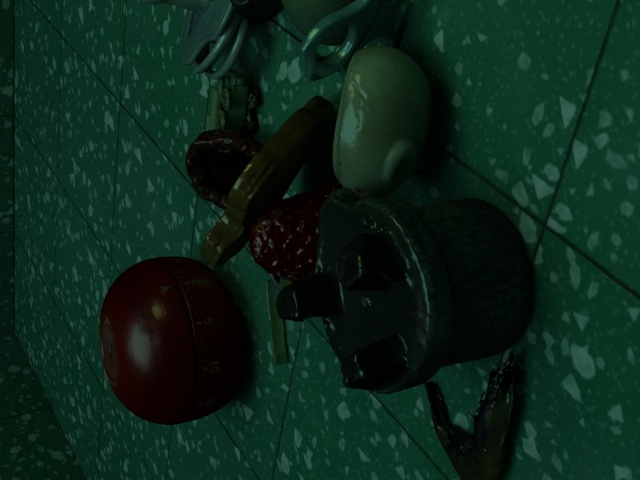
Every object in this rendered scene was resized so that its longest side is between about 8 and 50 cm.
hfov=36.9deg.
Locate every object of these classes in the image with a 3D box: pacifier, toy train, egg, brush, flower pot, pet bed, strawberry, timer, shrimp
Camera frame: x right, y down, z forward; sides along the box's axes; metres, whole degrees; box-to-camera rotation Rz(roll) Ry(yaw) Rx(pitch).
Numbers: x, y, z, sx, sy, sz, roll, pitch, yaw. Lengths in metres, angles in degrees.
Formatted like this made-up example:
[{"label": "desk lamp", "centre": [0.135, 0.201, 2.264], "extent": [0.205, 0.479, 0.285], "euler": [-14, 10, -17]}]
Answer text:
[{"label": "pacifier", "centre": [-0.256, -0.461, 1.849], "extent": [0.299, 0.233, 0.244], "euler": [-25, 50, 59]}, {"label": "toy train", "centre": [-0.185, -0.260, 1.952], "extent": [0.125, 0.081, 0.194], "euler": [51, 140, 46]}, {"label": "egg", "centre": [0.012, -0.421, 1.486], "extent": [0.169, 0.169, 0.236], "euler": [4, 108, 59]}, {"label": "brush", "centre": [-0.093, 0.164, 1.961], "extent": [0.030, 0.033, 0.178], "euler": [10, 107, 64]}, {"label": "flower pot", "centre": [0.107, 0.059, 1.358], "extent": [0.299, 0.283, 0.299], "euler": [26, 122, 53]}, {"label": "pet bed", "centre": [-0.179, -0.137, 1.915], "extent": [0.201, 0.053, 0.201], "euler": [16, 133, 18]}, {"label": "strawberry", "centre": [0.000, 0.000, 1.549], "extent": [0.205, 0.245, 0.205], "euler": [180, 90, -66]}, {"label": "timer", "centre": [-0.343, 0.224, 2.159], "extent": [0.378, 0.279, 0.377], "euler": [27, 121, 57]}, {"label": "shrimp", "centre": [0.220, 0.241, 1.449], "extent": [0.198, 0.051, 0.261], "euler": [44, 137, 46]}]

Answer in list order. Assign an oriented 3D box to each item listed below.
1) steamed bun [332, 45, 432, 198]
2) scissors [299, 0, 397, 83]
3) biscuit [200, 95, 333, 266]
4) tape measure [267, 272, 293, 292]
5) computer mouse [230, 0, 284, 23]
[{"label": "steamed bun", "centre": [0.099, -0.172, 1.433], "extent": [0.131, 0.177, 0.228], "euler": [11, 97, 14]}, {"label": "scissors", "centre": [0.100, -0.377, 1.407], "extent": [0.029, 0.191, 0.360], "euler": [50, 122, 33]}, {"label": "biscuit", "centre": [-0.089, -0.092, 1.624], "extent": [0.057, 0.351, 0.312], "euler": [34, 115, 2]}, {"label": "tape measure", "centre": [-0.030, 0.026, 1.759], "extent": [0.196, 0.105, 0.178], "euler": [47, 143, 45]}, {"label": "computer mouse", "centre": [-0.066, -0.557, 1.636], "extent": [0.203, 0.114, 0.373], "euler": [41, 124, 50]}]
